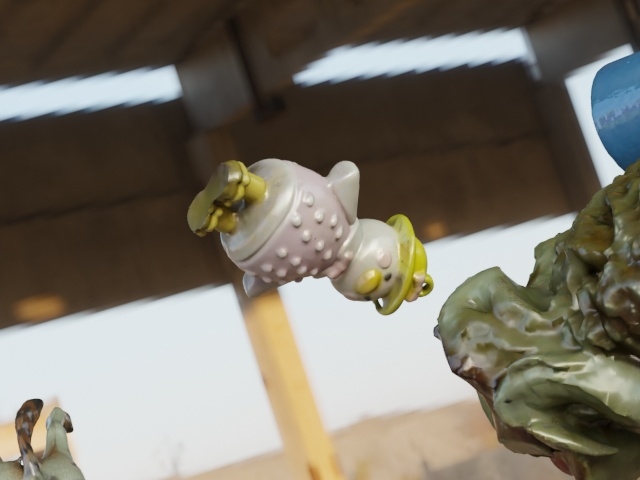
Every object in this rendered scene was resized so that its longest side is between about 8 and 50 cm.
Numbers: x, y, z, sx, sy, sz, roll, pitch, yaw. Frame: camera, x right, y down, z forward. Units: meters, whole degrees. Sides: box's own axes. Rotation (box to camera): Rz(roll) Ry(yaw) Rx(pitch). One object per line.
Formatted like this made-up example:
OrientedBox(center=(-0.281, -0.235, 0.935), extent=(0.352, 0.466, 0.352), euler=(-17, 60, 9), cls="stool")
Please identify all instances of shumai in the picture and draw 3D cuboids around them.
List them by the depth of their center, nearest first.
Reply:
OrientedBox(center=(0.189, 0.058, 1.004), extent=(0.218, 0.189, 0.256), euler=(-36, -2, 9), cls="shumai")

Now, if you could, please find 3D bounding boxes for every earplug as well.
OrientedBox(center=(0.403, -0.159, 1.798), extent=(0.132, 0.132, 0.273), euler=(-9, -11, -45), cls="earplug")

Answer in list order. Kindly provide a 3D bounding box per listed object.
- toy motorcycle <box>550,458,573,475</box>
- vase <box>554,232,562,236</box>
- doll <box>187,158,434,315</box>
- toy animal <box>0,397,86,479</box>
OrientedBox(center=(0.212, 0.113, 1.527), extent=(0.082, 0.122, 0.213), euler=(15, 15, -11), cls="toy motorcycle")
OrientedBox(center=(0.285, -0.014, 1.639), extent=(0.167, 0.059, 0.059), euler=(-28, -12, 24), cls="vase")
OrientedBox(center=(0.000, 0.000, 1.340), extent=(0.207, 0.081, 0.129), euler=(23, -62, -32), cls="doll")
OrientedBox(center=(-0.180, 0.228, 1.253), extent=(0.090, 0.255, 0.170), euler=(-15, 5, -15), cls="toy animal")
